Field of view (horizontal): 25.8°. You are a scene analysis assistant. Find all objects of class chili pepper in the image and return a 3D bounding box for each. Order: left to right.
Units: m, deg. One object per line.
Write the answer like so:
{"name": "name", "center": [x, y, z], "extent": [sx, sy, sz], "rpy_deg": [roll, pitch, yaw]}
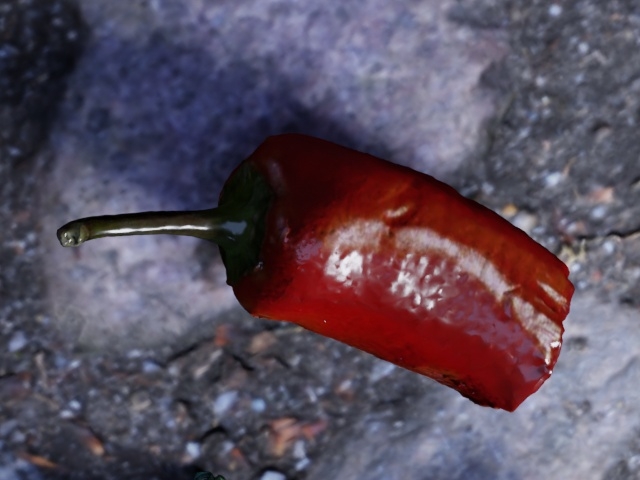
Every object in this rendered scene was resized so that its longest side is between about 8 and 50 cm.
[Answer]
{"name": "chili pepper", "center": [0.000, -0.003, 0.917], "extent": [0.338, 0.134, 0.131], "rpy_deg": [23, 90, -19]}

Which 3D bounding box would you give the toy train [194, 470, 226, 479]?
{"name": "toy train", "center": [-0.100, 0.210, 1.037], "extent": [0.092, 0.029, 0.045], "rpy_deg": [-43, 119, 7]}
